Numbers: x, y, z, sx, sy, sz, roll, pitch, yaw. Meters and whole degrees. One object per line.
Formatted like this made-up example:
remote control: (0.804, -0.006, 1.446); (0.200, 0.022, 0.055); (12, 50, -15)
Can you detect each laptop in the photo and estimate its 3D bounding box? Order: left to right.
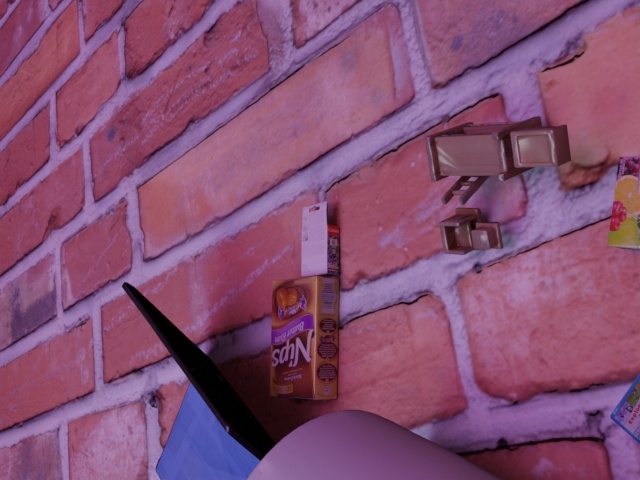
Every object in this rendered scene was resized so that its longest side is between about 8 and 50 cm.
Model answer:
laptop: (-0.216, 0.344, 1.261); (0.236, 0.408, 0.382); (-42, 46, -8)

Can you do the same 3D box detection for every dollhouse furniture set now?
dollhouse furniture set: (0.239, -0.063, 0.944); (0.182, 0.101, 0.161); (5, 112, 48)

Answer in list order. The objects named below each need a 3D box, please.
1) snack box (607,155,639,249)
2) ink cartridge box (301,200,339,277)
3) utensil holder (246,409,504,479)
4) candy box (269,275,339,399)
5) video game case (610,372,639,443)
snack box: (0.375, -0.036, 0.800); (0.141, 0.037, 0.100); (8, 90, 48)
ink cartridge box: (0.000, 0.000, 1.223); (0.063, 0.029, 0.115); (-11, 74, 48)
utensil holder: (0.116, 0.385, 0.806); (0.385, 0.327, 0.327); (20, 98, 50)
candy box: (-0.025, 0.152, 1.208); (0.109, 0.053, 0.186); (-9, 78, 47)
video game case: (0.384, 0.185, 0.768); (0.166, 0.015, 0.119); (45, 117, 42)
